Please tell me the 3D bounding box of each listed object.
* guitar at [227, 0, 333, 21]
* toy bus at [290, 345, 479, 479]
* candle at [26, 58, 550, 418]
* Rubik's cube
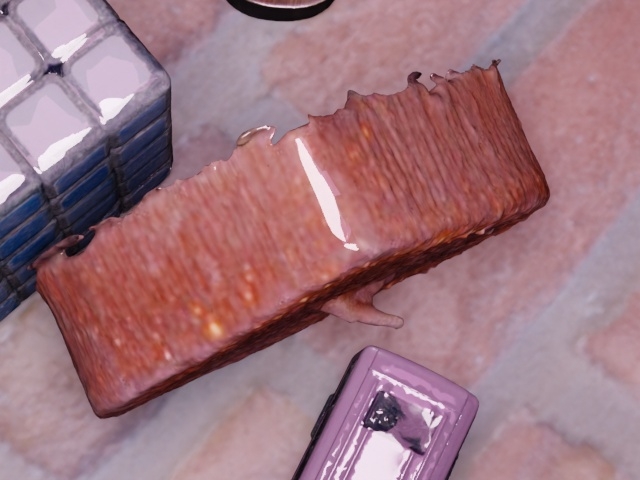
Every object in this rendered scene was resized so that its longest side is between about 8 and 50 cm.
[{"bbox_3d":[-0.020,-0.284,1.212,0.083,0.038,0.271,5,79,-3],"label":"guitar"},{"bbox_3d":[0.020,0.169,1.074,0.096,0.108,0.199,26,76,3],"label":"toy bus"},{"bbox_3d":[0.000,0.000,1.029,0.317,0.287,0.131,-26,85,-12],"label":"candle"},{"bbox_3d":[-0.243,-0.079,1.051,0.237,0.237,0.238,-40,83,-12],"label":"Rubik's cube"}]
